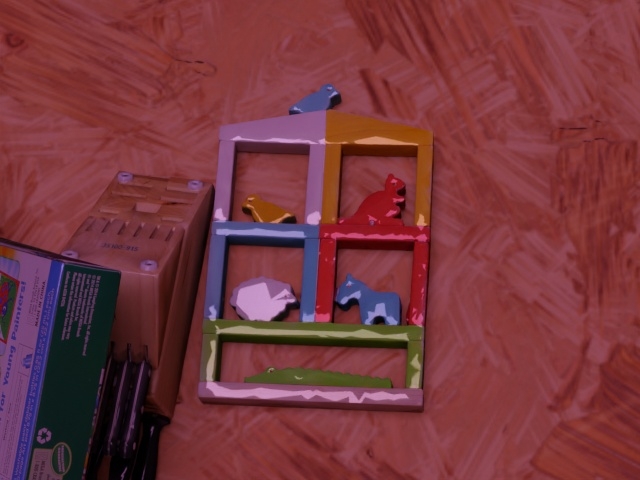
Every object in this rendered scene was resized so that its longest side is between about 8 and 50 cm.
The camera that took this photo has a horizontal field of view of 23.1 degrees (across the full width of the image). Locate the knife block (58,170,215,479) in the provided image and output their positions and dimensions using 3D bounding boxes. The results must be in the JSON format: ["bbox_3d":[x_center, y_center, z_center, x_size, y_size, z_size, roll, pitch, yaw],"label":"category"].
[{"bbox_3d":[-0.163,0.099,1.319,0.088,0.242,0.276,8,27,6],"label":"knife block"}]

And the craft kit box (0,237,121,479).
[{"bbox_3d":[-0.252,0.125,1.205,0.246,0.061,0.250,12,91,52],"label":"craft kit box"}]

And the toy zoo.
[{"bbox_3d":[0.000,0.000,1.355,0.192,0.030,0.293,2,71,6],"label":"toy zoo"}]
